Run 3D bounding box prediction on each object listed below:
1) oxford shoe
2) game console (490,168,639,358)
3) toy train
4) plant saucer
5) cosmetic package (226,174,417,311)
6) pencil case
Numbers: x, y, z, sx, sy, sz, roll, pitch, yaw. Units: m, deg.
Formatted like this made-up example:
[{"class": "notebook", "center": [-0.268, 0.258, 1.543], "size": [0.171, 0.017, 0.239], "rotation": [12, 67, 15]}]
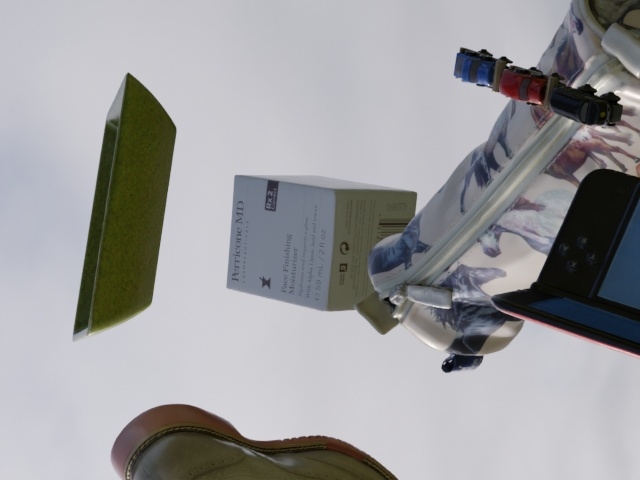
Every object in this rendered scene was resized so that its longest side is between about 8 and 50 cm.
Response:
[{"class": "oxford shoe", "center": [-0.039, 0.291, 1.590], "size": [0.397, 0.140, 0.146], "rotation": [18, -158, -39]}, {"class": "game console", "center": [0.169, 0.017, 0.693], "size": [0.124, 0.144, 0.085], "rotation": [-63, -22, -21]}, {"class": "toy train", "center": [0.146, -0.108, 1.058], "size": [0.036, 0.158, 0.027], "rotation": [-9, -66, -35]}, {"class": "plant saucer", "center": [-0.146, -0.015, 1.131], "size": [0.188, 0.045, 0.188], "rotation": [158, 121, -76]}, {"class": "cosmetic package", "center": [0.000, 0.000, 1.874], "size": [0.151, 0.183, 0.151], "rotation": [-1, -82, -46]}, {"class": "pencil case", "center": [0.196, -0.054, 1.328], "size": [0.160, 0.410, 0.183], "rotation": [45, -137, 9]}]
